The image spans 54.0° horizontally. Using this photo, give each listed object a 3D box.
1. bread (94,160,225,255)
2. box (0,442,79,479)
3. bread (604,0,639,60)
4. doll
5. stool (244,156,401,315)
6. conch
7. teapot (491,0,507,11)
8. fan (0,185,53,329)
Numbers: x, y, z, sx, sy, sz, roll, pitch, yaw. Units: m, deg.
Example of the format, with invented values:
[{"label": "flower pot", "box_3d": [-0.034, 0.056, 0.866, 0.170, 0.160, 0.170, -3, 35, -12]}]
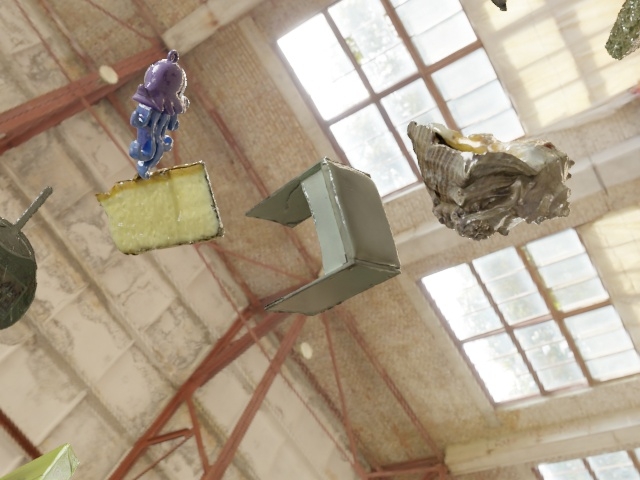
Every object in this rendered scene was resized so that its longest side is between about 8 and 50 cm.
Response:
[{"label": "bread", "box_3d": [-0.428, -0.090, 1.708, 0.315, 0.279, 0.248, -19, -83, -17]}, {"label": "box", "box_3d": [-0.456, 0.378, 0.874, 0.047, 0.187, 0.335, 64, 166, -1]}, {"label": "bread", "box_3d": [0.509, -0.366, 0.895, 0.056, 0.207, 0.286, 49, -166, 11]}, {"label": "doll", "box_3d": [-0.252, -0.192, 0.969, 0.110, 0.067, 0.206, -13, -56, -68]}, {"label": "stool", "box_3d": [0.000, 0.000, 1.359, 0.170, 0.269, 0.244, 14, -126, -49]}, {"label": "conch", "box_3d": [0.197, -0.089, 0.790, 0.245, 0.163, 0.178, 42, 179, 37]}, {"label": "teapot", "box_3d": [0.169, -0.278, 0.517, 0.166, 0.119, 0.130, 64, -152, -2]}, {"label": "fan", "box_3d": [-0.574, 0.041, 1.141, 0.294, 0.012, 0.223, -32, -72, -55]}]
